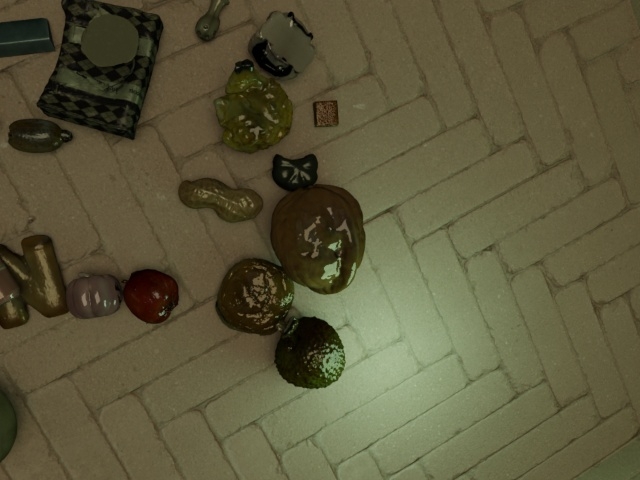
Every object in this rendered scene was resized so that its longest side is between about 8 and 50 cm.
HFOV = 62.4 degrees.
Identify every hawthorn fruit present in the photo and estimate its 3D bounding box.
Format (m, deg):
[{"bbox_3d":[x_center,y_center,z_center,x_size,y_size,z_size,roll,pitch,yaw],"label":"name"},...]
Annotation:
[{"bbox_3d":[-0.594,0.184,1.818,0.202,0.185,0.185,30,88,1],"label":"hawthorn fruit"}]

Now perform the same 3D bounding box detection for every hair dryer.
[{"bbox_3d":[-1.141,0.169,1.701,0.345,0.107,0.189,-27,99,17],"label":"hair dryer"}]

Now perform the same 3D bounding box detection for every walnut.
[{"bbox_3d":[0.003,-0.015,1.865,0.384,0.383,0.383,-1,95,-13],"label":"walnut"}]

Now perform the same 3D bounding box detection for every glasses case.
[{"bbox_3d":[-1.014,-0.653,1.704,0.266,0.056,0.105,-12,98,-12],"label":"glasses case"}]

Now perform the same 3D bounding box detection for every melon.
[{"bbox_3d":[-1.123,0.600,1.681,0.269,0.268,0.330,-19,107,-11],"label":"melon"}]

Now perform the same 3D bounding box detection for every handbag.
[{"bbox_3d":[-0.719,-0.571,1.726,0.317,0.180,0.415,14,85,-11],"label":"handbag"}]

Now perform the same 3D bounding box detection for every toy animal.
[{"bbox_3d":[-0.140,-0.685,1.856,0.208,0.156,0.204,39,82,-30],"label":"toy animal"}]

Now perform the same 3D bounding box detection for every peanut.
[{"bbox_3d":[-0.353,-0.142,1.872,0.299,0.120,0.136,16,86,-11],"label":"peanut"}]

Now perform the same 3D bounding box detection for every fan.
[{"bbox_3d":[-0.686,-0.695,1.668,0.182,0.010,0.310,-18,86,-9],"label":"fan"}]

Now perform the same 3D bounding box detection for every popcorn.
[{"bbox_3d":[-0.231,-0.427,1.814,0.293,0.237,0.292,-2,97,-17],"label":"popcorn"}]

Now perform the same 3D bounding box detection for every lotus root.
[{"bbox_3d":[-0.921,-0.345,1.738,0.192,0.088,0.113,-1,89,-13],"label":"lotus root"}]

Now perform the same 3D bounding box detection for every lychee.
[{"bbox_3d":[-0.040,0.404,1.908,0.320,0.270,0.269,12,92,-40],"label":"lychee"}]

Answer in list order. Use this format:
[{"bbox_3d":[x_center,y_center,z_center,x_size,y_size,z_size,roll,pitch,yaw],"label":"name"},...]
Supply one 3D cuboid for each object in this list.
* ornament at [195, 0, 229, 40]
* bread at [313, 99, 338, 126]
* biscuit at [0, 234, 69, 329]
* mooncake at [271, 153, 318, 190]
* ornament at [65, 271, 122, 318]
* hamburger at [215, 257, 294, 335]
[{"bbox_3d":[-0.378,-0.769,1.836,0.075,0.081,0.156,21,86,20],"label":"ornament"},{"bbox_3d":[0.021,-0.473,1.971,0.090,0.035,0.094,-5,96,-13],"label":"bread"},{"bbox_3d":[-0.996,0.139,1.776,0.237,0.062,0.290,-13,99,-11],"label":"biscuit"},{"bbox_3d":[-0.091,-0.261,1.932,0.175,0.104,0.168,-35,96,-11],"label":"mooncake"},{"bbox_3d":[-0.761,0.179,1.778,0.178,0.177,0.177,-1,95,-13],"label":"ornament"},{"bbox_3d":[-0.235,0.209,1.921,0.266,0.134,0.284,21,88,-16],"label":"hamburger"}]
